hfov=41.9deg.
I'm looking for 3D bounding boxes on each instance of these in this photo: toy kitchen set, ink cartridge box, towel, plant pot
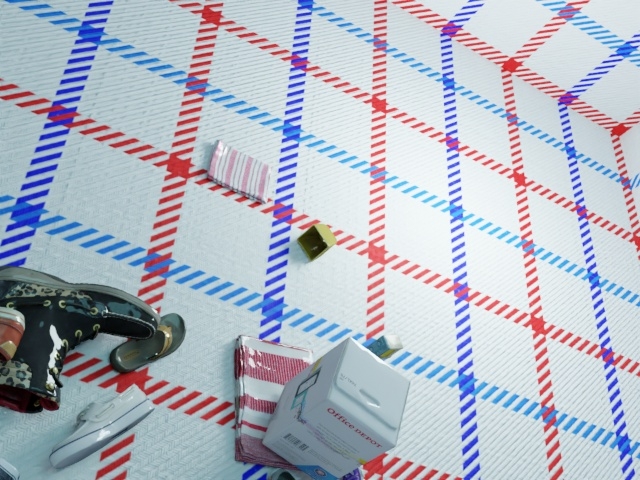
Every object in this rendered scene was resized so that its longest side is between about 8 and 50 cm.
[{"bbox_3d":[0.154,0.374,2.179,0.122,0.166,0.207,-3,62,-39],"label":"toy kitchen set"},{"bbox_3d":[0.039,0.401,1.945,0.198,0.270,0.197,38,41,-13],"label":"ink cartridge box"},{"bbox_3d":[-0.227,-0.197,2.397,0.197,0.029,0.144,25,48,-22],"label":"towel"},{"bbox_3d":[0.000,0.000,2.398,0.083,0.081,0.082,-18,71,-55],"label":"plant pot"},{"bbox_3d":[-0.102,0.398,2.058,0.237,0.037,0.329,17,51,-29],"label":"towel"}]

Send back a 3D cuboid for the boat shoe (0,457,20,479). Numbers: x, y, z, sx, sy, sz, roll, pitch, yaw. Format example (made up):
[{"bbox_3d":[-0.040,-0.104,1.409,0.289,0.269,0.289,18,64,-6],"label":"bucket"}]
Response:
[{"bbox_3d":[-0.664,0.427,1.574,0.183,0.065,0.083,38,42,-11],"label":"boat shoe"}]

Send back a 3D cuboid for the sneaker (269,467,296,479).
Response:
[{"bbox_3d":[-0.046,0.617,1.907,0.084,0.083,0.215,-14,68,-41],"label":"sneaker"}]

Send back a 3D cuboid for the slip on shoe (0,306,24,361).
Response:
[{"bbox_3d":[-0.740,0.185,1.592,0.331,0.123,0.101,2,58,-9],"label":"slip on shoe"}]

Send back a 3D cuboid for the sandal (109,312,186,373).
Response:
[{"bbox_3d":[-0.390,0.232,1.934,0.219,0.060,0.090,-26,78,-45],"label":"sandal"}]

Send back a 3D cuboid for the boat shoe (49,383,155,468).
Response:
[{"bbox_3d":[-0.465,0.380,1.745,0.088,0.096,0.267,51,42,10],"label":"boat shoe"}]

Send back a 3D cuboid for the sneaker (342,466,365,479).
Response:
[{"bbox_3d":[0.068,0.607,2.017,0.071,0.068,0.170,10,55,-26],"label":"sneaker"}]

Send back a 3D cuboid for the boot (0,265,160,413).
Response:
[{"bbox_3d":[-0.541,0.225,1.765,0.377,0.138,0.284,20,48,-21],"label":"boot"}]
